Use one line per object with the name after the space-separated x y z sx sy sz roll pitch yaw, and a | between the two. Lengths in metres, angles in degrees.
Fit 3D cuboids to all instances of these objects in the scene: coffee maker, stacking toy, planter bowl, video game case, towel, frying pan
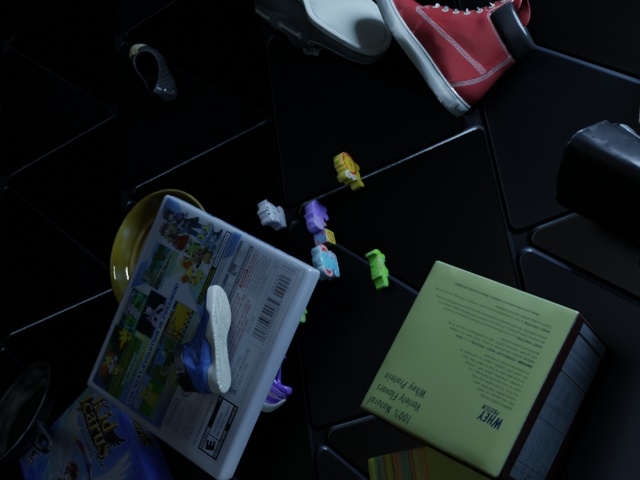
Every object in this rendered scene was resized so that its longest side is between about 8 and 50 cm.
0.357 -0.057 1.058 0.178 0.171 0.120 37 114 41 | coffee maker
0.000 0.000 1.383 0.167 0.052 0.221 -28 60 27 | stacking toy
-0.232 0.033 1.517 0.217 0.090 0.217 -9 73 31 | planter bowl
-0.361 0.389 1.510 0.244 0.061 0.269 -45 53 15 | video game case
-0.183 0.135 1.388 0.300 0.036 0.329 26 96 31 | video game case
0.169 0.303 1.170 0.237 0.021 0.102 -20 69 29 | towel
-0.483 0.290 1.595 0.326 0.053 0.197 -18 44 44 | frying pan

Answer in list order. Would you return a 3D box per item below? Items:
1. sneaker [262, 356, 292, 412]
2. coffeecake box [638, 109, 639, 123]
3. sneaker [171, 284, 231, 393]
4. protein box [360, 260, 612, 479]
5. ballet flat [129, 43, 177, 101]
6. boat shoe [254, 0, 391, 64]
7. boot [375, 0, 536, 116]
-0.091 0.172 1.395 0.071 0.068 0.170 -33 65 7 | sneaker
0.474 -0.200 1.086 0.185 0.068 0.142 -2 73 36 | coffeecake box
-0.173 0.141 1.324 0.084 0.058 0.152 -5 85 22 | sneaker
0.196 0.164 1.104 0.199 0.136 0.201 21 78 41 | protein box
-0.314 -0.317 1.734 0.057 0.049 0.173 -48 52 12 | ballet flat
-0.004 -0.355 1.507 0.319 0.116 0.099 41 143 32 | boat shoe
0.195 -0.317 1.331 0.176 0.088 0.244 -41 62 18 | boot
